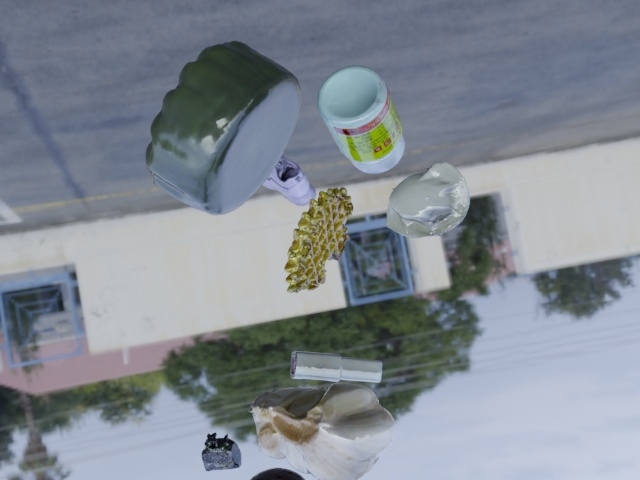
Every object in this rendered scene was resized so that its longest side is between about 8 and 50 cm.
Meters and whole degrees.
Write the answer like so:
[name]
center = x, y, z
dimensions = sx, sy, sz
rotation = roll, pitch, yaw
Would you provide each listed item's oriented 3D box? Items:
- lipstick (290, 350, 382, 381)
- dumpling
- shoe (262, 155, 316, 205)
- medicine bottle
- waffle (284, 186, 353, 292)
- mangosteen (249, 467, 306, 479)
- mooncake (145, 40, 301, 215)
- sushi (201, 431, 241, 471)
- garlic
[lipstick]
center = 0.045, 0.359, 2.534
dimensions = 0.253, 0.077, 0.079
rotation = 6, 171, -13
[dumpling]
center = 0.216, -0.074, 1.834
dimensions = 0.176, 0.150, 0.092
rotation = -32, 152, -1
[shoe]
center = -0.121, -0.199, 2.485
dimensions = 0.095, 0.245, 0.137
rotation = -46, 156, -14
[medicine bottle]
center = 0.087, -0.236, 1.785
dimensions = 0.139, 0.139, 0.225
rotation = -11, 155, 13
[waffle]
center = 0.000, 0.000, 1.881
dimensions = 0.051, 0.231, 0.229
rotation = 23, -164, 23
[mangosteen]
center = -0.114, 0.670, 2.118
dimensions = 0.236, 0.235, 0.261
rotation = -13, -174, 37
[mooncake]
center = -0.206, -0.237, 1.879
dimensions = 0.194, 0.356, 0.356
rotation = 32, -172, 15
[sushi]
center = -0.240, 0.510, 2.164
dimensions = 0.083, 0.084, 0.056
rotation = 0, -154, 29
[garlic]
center = 0.018, 0.357, 1.673
dimensions = 0.281, 0.184, 0.203
rotation = -13, -178, 38
